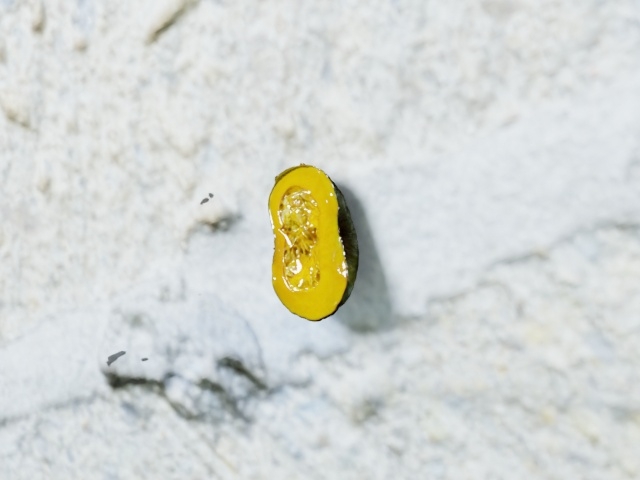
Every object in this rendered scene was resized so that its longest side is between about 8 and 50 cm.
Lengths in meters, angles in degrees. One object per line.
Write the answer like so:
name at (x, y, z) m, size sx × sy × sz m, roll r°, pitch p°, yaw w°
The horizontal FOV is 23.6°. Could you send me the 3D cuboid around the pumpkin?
pumpkin at (0.000, 0.000, 0.808) m, size 0.050 × 0.028 × 0.083 m, roll -4°, pitch 93°, yaw 38°
